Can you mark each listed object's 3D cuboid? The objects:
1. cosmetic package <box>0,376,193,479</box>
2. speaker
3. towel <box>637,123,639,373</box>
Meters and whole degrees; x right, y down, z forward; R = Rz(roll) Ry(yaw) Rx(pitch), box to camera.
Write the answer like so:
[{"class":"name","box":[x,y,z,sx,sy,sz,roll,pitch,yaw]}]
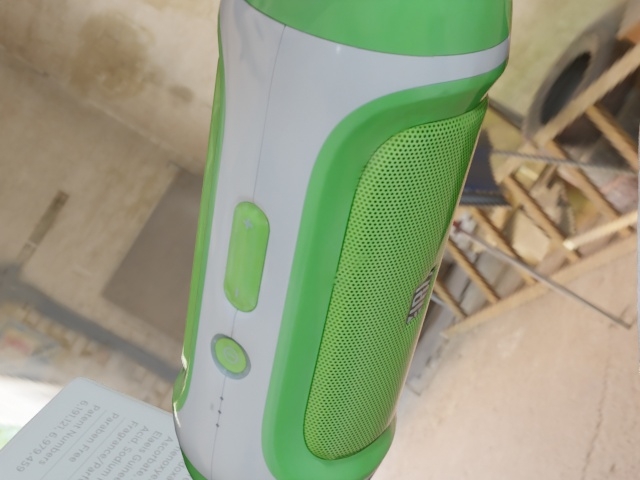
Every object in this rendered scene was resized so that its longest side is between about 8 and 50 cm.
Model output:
[{"class":"cosmetic package","box":[-0.132,0.386,0.824,0.327,0.393,0.329,-50,-28,-49]},{"class":"speaker","box":[0.000,0.000,0.472,0.131,0.131,0.296,-72,-5,-56]},{"class":"towel","box":[0.447,-0.029,0.853,0.332,0.053,0.317,-5,73,28]}]
